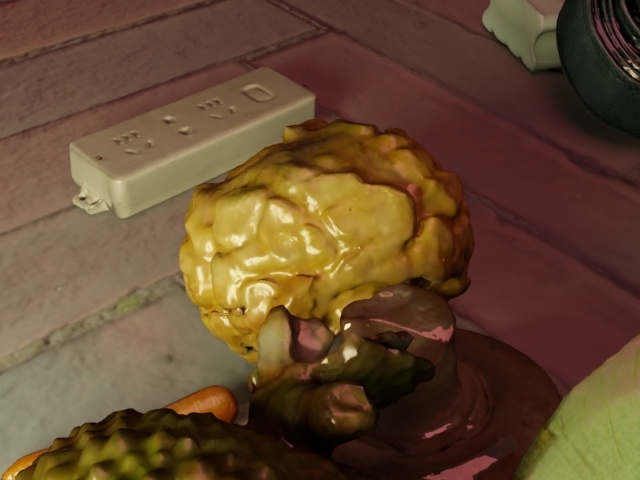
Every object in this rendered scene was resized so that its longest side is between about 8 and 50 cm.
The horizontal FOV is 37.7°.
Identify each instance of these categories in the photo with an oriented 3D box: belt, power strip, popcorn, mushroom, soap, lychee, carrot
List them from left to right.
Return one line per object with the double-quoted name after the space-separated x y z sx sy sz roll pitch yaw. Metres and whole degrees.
-0.153 0.155 0.726 0.190 0.037 0.037 -16 43 -21 "carrot"
-0.129 -0.120 1.056 0.338 0.058 0.098 -29 49 -36 "power strip"
-0.056 0.199 0.486 0.270 0.320 0.270 16 12 -3 "lychee"
0.000 0.000 0.802 0.250 0.190 0.250 -7 26 4 "popcorn"
0.066 0.120 0.654 0.204 0.204 0.204 3 38 -2 "mushroom"
0.387 -0.327 1.343 0.265 0.087 0.160 -10 40 -17 "soap"
0.402 -0.248 1.177 0.206 0.116 0.267 -1 61 -17 "belt"

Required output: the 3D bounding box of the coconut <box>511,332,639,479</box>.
0.229 0.187 0.485 0.281 0.328 0.328 18 40 29 "coconut"
